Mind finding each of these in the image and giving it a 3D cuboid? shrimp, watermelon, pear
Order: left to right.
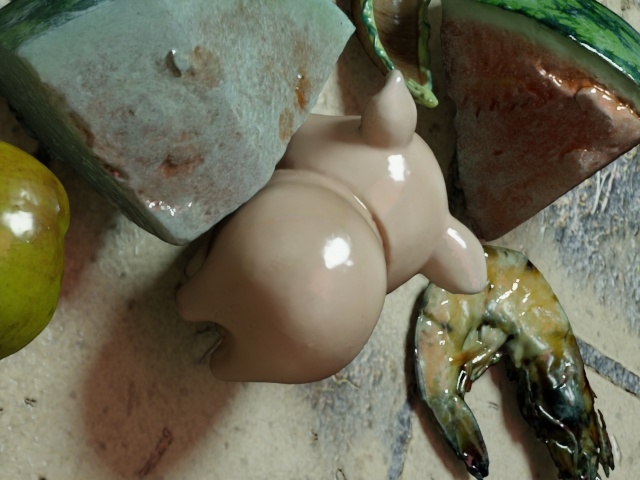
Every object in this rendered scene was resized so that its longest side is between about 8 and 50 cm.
[{"bbox_3d":[-0.292,0.009,1.206,0.200,0.200,0.200,9,77,-42],"label":"pear"},{"bbox_3d":[-0.140,-0.124,1.360,0.387,0.228,0.258,-11,94,-51],"label":"watermelon"},{"bbox_3d":[0.213,0.183,1.737,0.233,0.071,0.365,-28,103,-33],"label":"shrimp"},{"bbox_3d":[0.257,-0.168,1.729,0.283,0.292,0.250,33,47,14],"label":"watermelon"}]

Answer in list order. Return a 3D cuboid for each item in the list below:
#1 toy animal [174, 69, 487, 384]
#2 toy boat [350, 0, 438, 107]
[{"bbox_3d":[0.000,0.000,1.443,0.326,0.269,0.237,-95,161,-67],"label":"toy animal"},{"bbox_3d":[0.082,-0.263,1.666,0.108,0.099,0.293,17,64,-39],"label":"toy boat"}]
